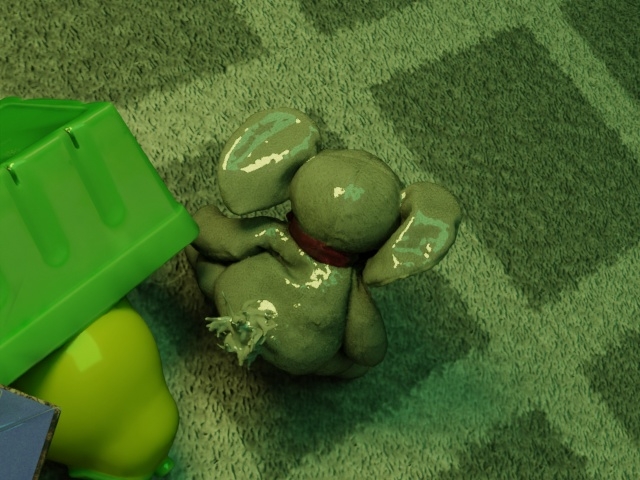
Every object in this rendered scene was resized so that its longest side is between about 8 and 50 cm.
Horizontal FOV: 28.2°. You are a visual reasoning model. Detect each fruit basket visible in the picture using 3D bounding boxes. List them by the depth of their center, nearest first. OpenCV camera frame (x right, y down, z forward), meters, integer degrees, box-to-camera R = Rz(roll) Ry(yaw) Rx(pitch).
[{"bbox_3d":[-0.292,0.080,1.277,0.392,0.282,0.392,-13,106,-52],"label":"fruit basket"}]

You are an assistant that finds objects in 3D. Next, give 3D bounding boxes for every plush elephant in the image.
[{"bbox_3d":[0.000,0.000,1.377,0.272,0.255,0.330,38,6,3],"label":"plush elephant"}]

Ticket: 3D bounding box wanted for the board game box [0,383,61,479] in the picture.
[{"bbox_3d":[-0.349,0.265,1.037,0.141,0.291,0.232,24,50,-15],"label":"board game box"}]
